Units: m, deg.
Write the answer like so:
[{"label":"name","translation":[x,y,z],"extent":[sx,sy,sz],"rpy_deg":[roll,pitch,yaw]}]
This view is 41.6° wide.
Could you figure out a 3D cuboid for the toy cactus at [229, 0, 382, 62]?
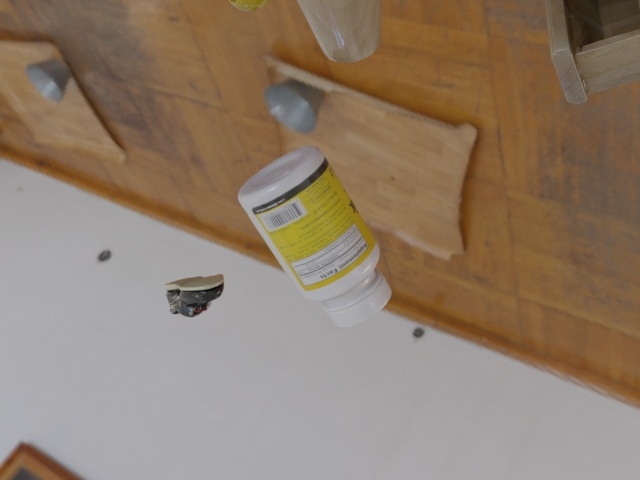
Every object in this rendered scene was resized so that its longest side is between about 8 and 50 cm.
[{"label":"toy cactus","translation":[-0.010,-0.160,0.399],"extent":[0.180,0.112,0.219],"rpy_deg":[71,-177,-48]}]

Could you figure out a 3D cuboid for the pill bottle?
[{"label":"pill bottle","translation":[0.000,0.000,0.570],"extent":[0.065,0.065,0.116],"rpy_deg":[-3,123,54]}]

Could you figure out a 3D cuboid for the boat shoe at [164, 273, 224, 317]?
[{"label":"boat shoe","translation":[-0.134,0.061,0.917],"extent":[0.133,0.049,0.042],"rpy_deg":[-12,93,63]}]

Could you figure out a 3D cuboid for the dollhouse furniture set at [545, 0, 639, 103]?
[{"label":"dollhouse furniture set","translation":[0.164,-0.204,0.399],"extent":[0.161,0.212,0.242],"rpy_deg":[-13,138,25]}]
